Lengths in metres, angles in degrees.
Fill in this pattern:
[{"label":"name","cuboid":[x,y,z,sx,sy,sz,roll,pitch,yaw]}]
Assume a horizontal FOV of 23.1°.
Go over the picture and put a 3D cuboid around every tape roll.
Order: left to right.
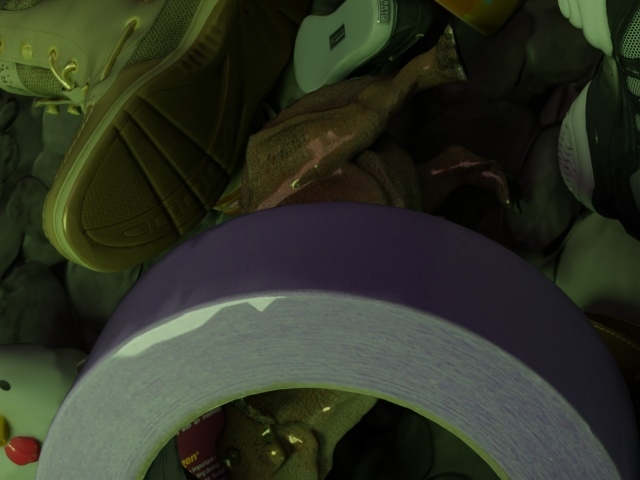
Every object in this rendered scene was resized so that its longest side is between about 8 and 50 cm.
[{"label":"tape roll","cuboid":[0.011,0.123,0.733,0.275,0.275,0.090,-31,18,24]}]

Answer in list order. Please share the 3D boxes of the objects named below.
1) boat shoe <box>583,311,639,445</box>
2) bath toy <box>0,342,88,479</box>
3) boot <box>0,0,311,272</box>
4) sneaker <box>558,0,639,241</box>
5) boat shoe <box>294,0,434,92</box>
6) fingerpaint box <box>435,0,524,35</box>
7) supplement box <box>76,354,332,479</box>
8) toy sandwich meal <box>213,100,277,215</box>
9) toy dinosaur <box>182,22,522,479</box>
[{"label":"boat shoe","cuboid":[0.171,0.090,0.775,0.178,0.060,0.064,43,102,36]},{"label":"bath toy","cuboid":[-0.269,0.204,0.999,0.348,0.129,0.151,-52,41,9]},{"label":"boot","cuboid":[-0.143,-0.092,0.998,0.203,0.095,0.262,3,54,37]},{"label":"sneaker","cuboid":[0.189,-0.063,0.708,0.101,0.268,0.153,-33,62,-14]},{"label":"boat shoe","cuboid":[0.023,-0.118,0.935,0.142,0.040,0.049,164,105,-68]},{"label":"fingerpaint box","cuboid":[0.105,-0.366,0.769,0.445,0.371,0.163,-48,56,15]},{"label":"supplement box","cuboid":[-0.059,0.136,0.911,0.104,0.081,0.188,-32,60,23]},{"label":"toy sandwich meal","cuboid":[-0.060,-0.056,1.004,0.086,0.029,0.085,-11,69,32]},{"label":"toy dinosaur","cuboid":[0.000,0.000,0.845,0.200,0.127,0.295,-15,51,17]}]
